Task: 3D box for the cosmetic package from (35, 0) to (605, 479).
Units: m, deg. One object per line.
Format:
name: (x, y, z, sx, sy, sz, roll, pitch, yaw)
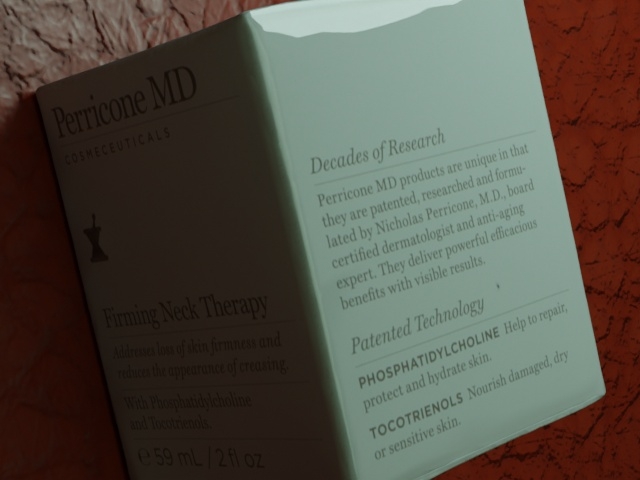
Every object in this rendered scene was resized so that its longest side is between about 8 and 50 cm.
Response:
cosmetic package: (0.000, 0.000, 1.357, 0.327, 0.329, 0.394, -16, 95, -40)
